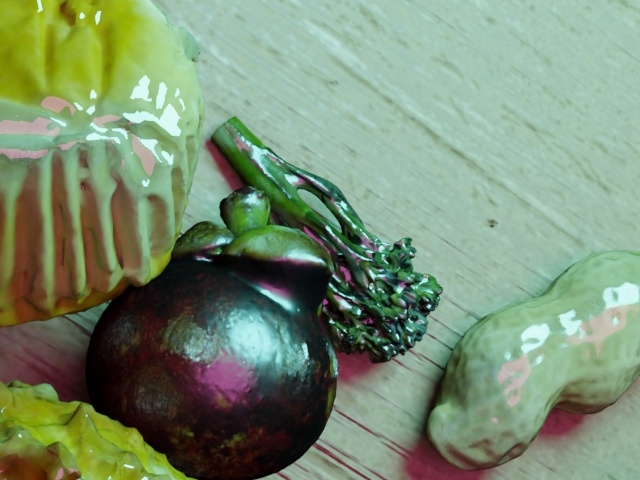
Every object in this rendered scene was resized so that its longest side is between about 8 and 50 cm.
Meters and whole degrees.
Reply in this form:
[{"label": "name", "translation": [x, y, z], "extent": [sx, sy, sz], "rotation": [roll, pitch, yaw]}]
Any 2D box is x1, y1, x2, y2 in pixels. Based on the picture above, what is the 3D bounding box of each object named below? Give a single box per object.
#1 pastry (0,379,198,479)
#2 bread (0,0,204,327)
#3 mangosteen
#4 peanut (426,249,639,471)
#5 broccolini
[{"label": "pastry", "translation": [-0.191, 0.268, 1.062], "extent": [0.337, 0.292, 0.405], "rotation": [15, 107, -45]}, {"label": "bread", "translation": [-0.266, -0.074, 1.110], "extent": [0.388, 0.183, 0.236], "rotation": [15, 59, -5]}, {"label": "mangosteen", "translation": [-0.064, 0.068, 1.187], "extent": [0.172, 0.172, 0.184], "rotation": [18, 102, -19]}, {"label": "peanut", "translation": [0.168, 0.082, 1.322], "extent": [0.227, 0.085, 0.104], "rotation": [-27, 107, -18]}, {"label": "broccolini", "translation": [-0.001, 0.000, 1.274], "extent": [0.091, 0.068, 0.202], "rotation": [-45, 102, 2]}]
